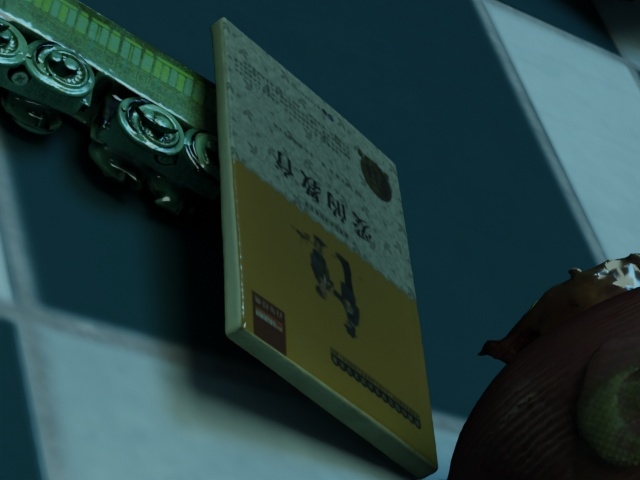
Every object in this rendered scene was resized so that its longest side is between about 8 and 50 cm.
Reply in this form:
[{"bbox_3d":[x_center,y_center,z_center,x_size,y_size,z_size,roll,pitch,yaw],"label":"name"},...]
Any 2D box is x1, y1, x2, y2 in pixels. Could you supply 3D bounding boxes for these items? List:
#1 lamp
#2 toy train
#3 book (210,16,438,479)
[{"bbox_3d":[0.137,0.124,0.666,0.180,0.180,0.258,14,41,-40],"label":"lamp"},{"bbox_3d":[-0.088,-0.060,0.770,0.148,0.038,0.071,31,31,-20],"label":"toy train"},{"bbox_3d":[0.000,0.000,0.775,0.118,0.012,0.172,38,31,-36],"label":"book"}]
